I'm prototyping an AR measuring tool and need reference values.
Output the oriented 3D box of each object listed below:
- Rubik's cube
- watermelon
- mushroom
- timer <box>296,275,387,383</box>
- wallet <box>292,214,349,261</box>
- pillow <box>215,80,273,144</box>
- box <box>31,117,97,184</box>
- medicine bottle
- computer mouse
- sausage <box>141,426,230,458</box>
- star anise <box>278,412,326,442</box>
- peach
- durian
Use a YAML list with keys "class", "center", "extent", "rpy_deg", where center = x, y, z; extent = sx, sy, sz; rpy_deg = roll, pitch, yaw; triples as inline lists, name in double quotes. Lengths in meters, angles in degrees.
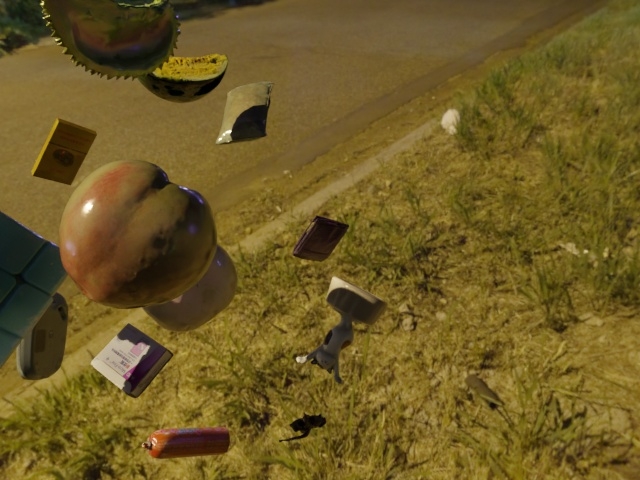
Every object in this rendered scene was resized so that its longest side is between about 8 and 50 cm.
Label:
- class: "Rubik's cube"
  center: [-0.816, 0.101, 0.944]
  extent: [0.318, 0.322, 0.316]
  rpy_deg: [-12, 44, 42]
- class: "watermelon"
  center: [-0.400, -0.491, 1.273]
  extent: [0.301, 0.129, 0.123]
  rpy_deg: [-21, -4, -35]
- class: "mushroom"
  center: [-0.480, 0.170, 1.574]
  extent: [0.324, 0.353, 0.353]
  rpy_deg: [22, 34, -7]
- class: "timer"
  center: [0.056, 0.256, 1.202]
  extent: [0.175, 0.266, 0.175]
  rpy_deg: [27, -2, 1]
- class: "wallet"
  center: [0.000, 0.001, 1.238]
  extent: [0.111, 0.166, 0.030]
  rpy_deg: [15, 43, -23]
- class: "pillow"
  center: [-0.258, -0.449, 1.479]
  extent: [0.184, 0.075, 0.303]
  rpy_deg: [-8, 53, 13]
- class: "box"
  center: [-0.601, -0.205, 0.998]
  extent: [0.086, 0.155, 0.023]
  rpy_deg: [13, 32, -53]
- class: "medicine bottle"
  center: [-0.597, 0.379, 1.351]
  extent: [0.201, 0.052, 0.171]
  rpy_deg: [24, 58, 25]
- class: "computer mouse"
  center: [-1.040, 0.347, 1.584]
  extent: [0.094, 0.197, 0.331]
  rpy_deg: [-4, 77, 14]
- class: "sausage"
  center: [-0.448, 0.672, 1.415]
  extent: [0.312, 0.093, 0.093]
  rpy_deg: [26, 8, -45]
- class: "star anise"
  center: [-0.069, 0.652, 1.477]
  extent: [0.190, 0.097, 0.070]
  rpy_deg: [-31, 57, 21]
- class: "peach"
  center: [-0.357, -0.005, 0.842]
  extent: [0.292, 0.293, 0.247]
  rpy_deg: [-30, 17, -34]
- class: "durian"
  center: [-0.460, -0.477, 0.977]
  extent: [0.169, 0.158, 0.352]
  rpy_deg: [-33, 3, 38]
